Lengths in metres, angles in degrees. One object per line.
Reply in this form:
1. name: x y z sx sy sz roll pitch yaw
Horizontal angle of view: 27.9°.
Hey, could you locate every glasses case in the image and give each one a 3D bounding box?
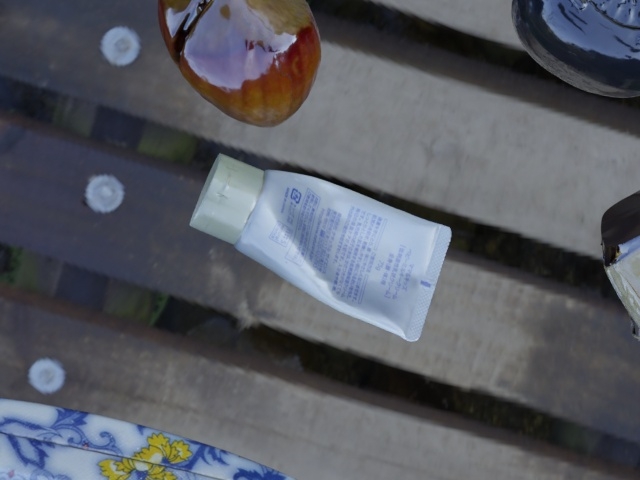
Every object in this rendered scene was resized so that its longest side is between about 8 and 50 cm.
1. glasses case: -0.127 0.123 0.621 0.248 0.065 0.087 15 135 -10

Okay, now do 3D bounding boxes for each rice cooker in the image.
1. rice cooker: 0.356 -0.301 1.530 0.267 0.224 0.267 0 87 3

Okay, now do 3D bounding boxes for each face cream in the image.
1. face cream: 0.000 0.000 1.138 0.224 0.070 0.114 23 70 -9

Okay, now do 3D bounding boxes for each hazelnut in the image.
1. hazelnut: -0.098 -0.232 1.510 0.212 0.181 0.181 52 122 22

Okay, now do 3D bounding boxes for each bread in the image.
1. bread: 0.393 0.058 1.418 0.142 0.224 0.212 -34 101 20
